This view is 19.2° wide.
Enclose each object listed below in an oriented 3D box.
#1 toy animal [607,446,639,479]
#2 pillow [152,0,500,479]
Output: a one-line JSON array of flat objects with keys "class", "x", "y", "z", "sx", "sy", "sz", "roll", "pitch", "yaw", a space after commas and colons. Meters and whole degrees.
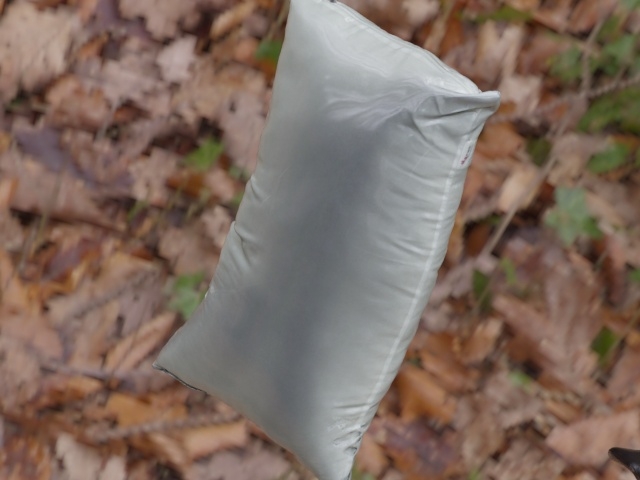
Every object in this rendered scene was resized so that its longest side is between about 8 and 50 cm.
[{"class": "toy animal", "x": 0.312, "y": 0.054, "z": 0.682, "sx": 0.357, "sy": 0.194, "sz": 0.258, "roll": -42, "pitch": 116, "yaw": -2}, {"class": "pillow", "x": -0.001, "y": 0.000, "z": 1.058, "sx": 0.144, "sy": 0.254, "sz": 0.078, "roll": 26, "pitch": 18, "yaw": 19}]
